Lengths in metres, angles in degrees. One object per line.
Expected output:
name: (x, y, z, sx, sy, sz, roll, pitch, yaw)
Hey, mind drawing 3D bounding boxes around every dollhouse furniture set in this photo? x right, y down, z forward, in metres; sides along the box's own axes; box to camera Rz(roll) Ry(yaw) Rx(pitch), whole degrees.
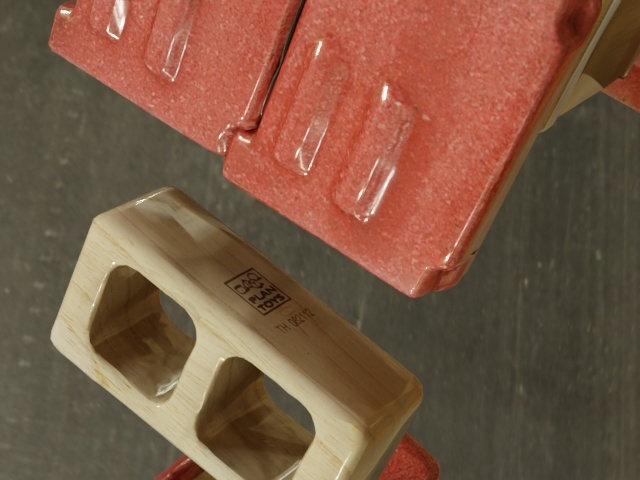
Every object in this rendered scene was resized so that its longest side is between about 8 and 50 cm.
dollhouse furniture set: (0.000, 0.000, 0.513, 0.152, 0.374, 0.201, 37, 36, 18)
